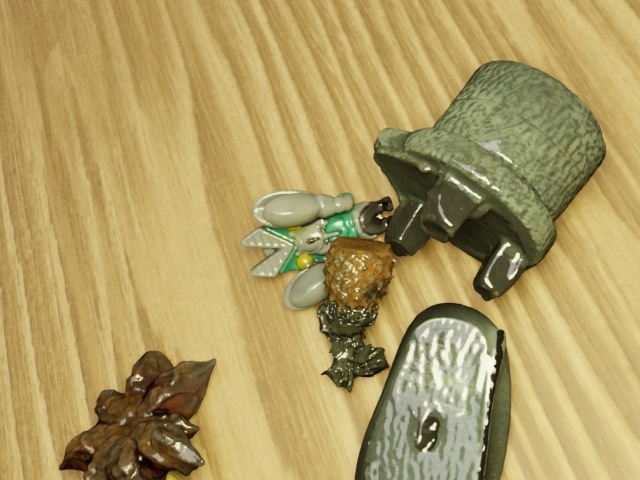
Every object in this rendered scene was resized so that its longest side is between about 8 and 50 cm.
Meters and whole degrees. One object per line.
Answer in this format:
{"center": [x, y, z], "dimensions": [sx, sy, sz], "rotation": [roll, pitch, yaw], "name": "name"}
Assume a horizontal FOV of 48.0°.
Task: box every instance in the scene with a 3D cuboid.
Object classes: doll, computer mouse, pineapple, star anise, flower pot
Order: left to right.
{"center": [-0.277, 0.307, 1.146], "dimensions": [0.315, 0.108, 0.315], "rotation": [-26, 35, 20], "name": "star anise"}
{"center": [-0.012, -0.017, 1.188], "dimensions": [0.258, 0.153, 0.195], "rotation": [-44, 91, 7], "name": "doll"}
{"center": [0.052, 0.117, 1.110], "dimensions": [0.119, 0.111, 0.237], "rotation": [21, 108, 54], "name": "pineapple"}
{"center": [0.165, 0.276, 1.025], "dimensions": [0.203, 0.114, 0.374], "rotation": [15, 82, 22], "name": "computer mouse"}
{"center": [0.226, -0.092, 1.065], "dimensions": [0.299, 0.299, 0.283], "rotation": [32, 78, 28], "name": "flower pot"}

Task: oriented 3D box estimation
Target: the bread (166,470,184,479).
{"center": [-0.214, 0.484, 1.118], "dimensions": [0.168, 0.163, 0.264], "rotation": [-50, 28, -6], "name": "bread"}
